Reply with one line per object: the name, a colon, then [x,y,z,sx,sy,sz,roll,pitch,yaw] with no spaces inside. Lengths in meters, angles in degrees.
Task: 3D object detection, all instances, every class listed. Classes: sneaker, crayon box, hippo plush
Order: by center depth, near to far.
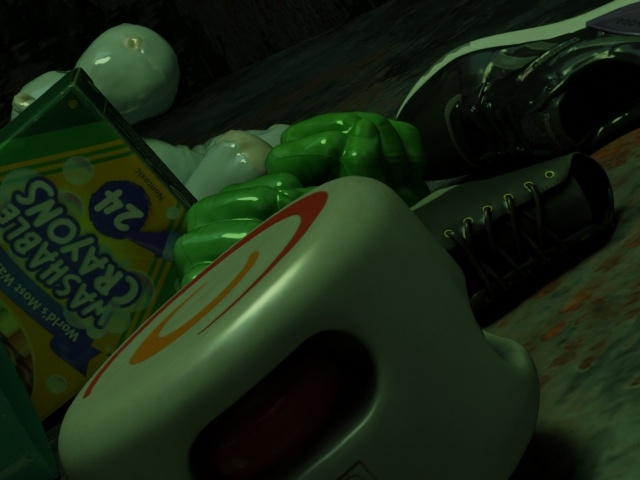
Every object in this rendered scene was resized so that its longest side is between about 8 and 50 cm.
sneaker: [0.097,0.003,0.871,0.118,0.083,0.222,-21,13,34]
sneaker: [0.169,-0.111,1.145,0.283,0.107,0.124,-23,19,28]
crayon box: [-0.259,0.037,1.200,0.323,0.203,0.083,-39,18,7]
hippo plush: [-0.186,-0.072,1.391,0.294,0.236,0.234,-41,-1,-1]

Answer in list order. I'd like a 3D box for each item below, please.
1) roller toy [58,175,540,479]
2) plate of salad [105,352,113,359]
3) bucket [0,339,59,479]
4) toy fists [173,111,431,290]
roller toy: [-0.007,0.081,0.639,0.191,0.146,0.209,-31,13,46]
plate of salad: [-0.095,0.077,1.109,0.200,0.048,0.200,-29,11,6]
bucket: [-0.325,0.109,1.030,0.183,0.281,0.281,-28,11,-10]
toy fists: [0.000,0.000,0.973,0.096,0.142,0.279,-20,15,39]
